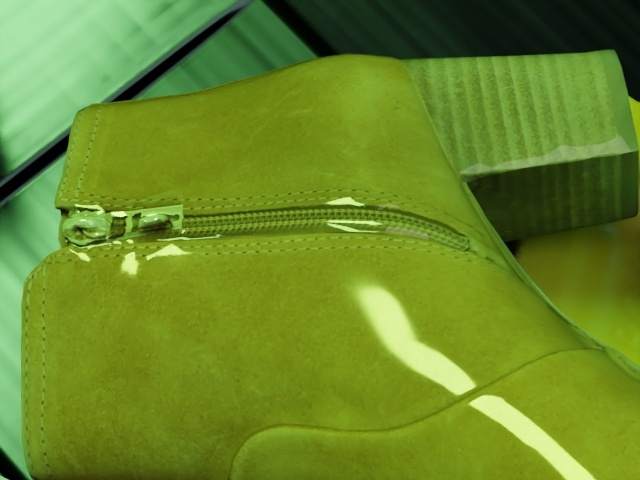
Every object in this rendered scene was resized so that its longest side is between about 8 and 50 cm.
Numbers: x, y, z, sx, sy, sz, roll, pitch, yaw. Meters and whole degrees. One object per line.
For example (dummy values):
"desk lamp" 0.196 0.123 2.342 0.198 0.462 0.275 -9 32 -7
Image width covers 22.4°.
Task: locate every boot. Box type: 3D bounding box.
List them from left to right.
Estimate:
"boot" 0.010 0.068 0.511 0.211 0.104 0.295 -10 57 7

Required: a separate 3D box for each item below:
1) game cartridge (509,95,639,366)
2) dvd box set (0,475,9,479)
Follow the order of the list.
"game cartridge" 0.202 0.115 0.566 0.323 0.053 0.285 18 70 1
"dvd box set" -0.284 0.214 0.487 0.307 0.062 0.420 26 70 5
